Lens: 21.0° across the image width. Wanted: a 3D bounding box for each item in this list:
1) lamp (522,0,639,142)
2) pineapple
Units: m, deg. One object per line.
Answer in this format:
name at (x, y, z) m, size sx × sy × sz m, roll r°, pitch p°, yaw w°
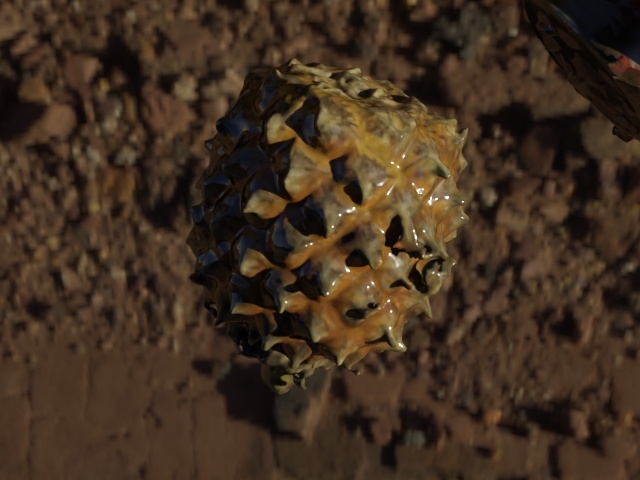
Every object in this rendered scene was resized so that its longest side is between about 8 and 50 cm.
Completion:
lamp at (0.182, -0.134, 0.571) m, size 0.258 × 0.180 × 0.180 m, roll -39°, pitch 59°, yaw -1°
pineapple at (0.000, 0.000, 0.985) m, size 0.166 × 0.193 × 0.166 m, roll 15°, pitch 18°, yaw -5°
